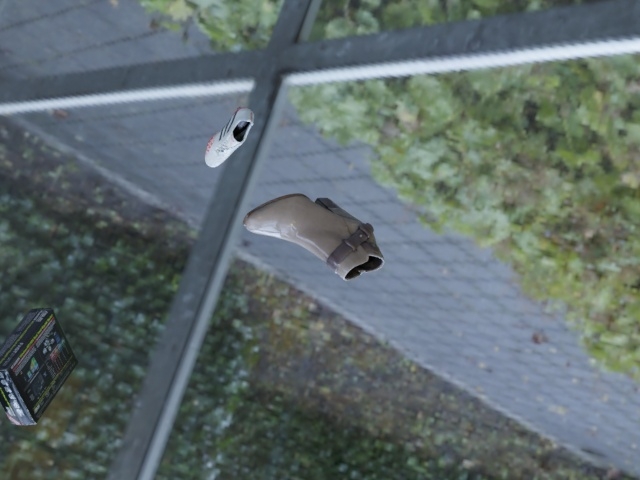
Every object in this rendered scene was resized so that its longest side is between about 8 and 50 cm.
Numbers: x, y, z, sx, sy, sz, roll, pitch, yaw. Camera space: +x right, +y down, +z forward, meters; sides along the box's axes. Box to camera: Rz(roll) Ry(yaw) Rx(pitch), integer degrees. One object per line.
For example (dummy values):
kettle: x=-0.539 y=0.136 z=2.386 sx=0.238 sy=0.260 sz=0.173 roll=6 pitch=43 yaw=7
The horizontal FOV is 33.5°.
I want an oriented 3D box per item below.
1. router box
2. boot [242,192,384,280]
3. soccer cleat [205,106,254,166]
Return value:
router box: x=-0.362 y=0.158 z=1.336 sx=0.038 sy=0.122 sz=0.092 roll=-2 pitch=123 yaw=21
boot: x=0.000 y=0.000 z=0.941 sx=0.118 sy=0.087 sz=0.042 roll=-13 pitch=143 yaw=-39
soccer cleat: x=-0.102 y=-0.112 z=1.188 sx=0.029 sy=0.083 sz=0.035 roll=29 pitch=-157 yaw=-29
